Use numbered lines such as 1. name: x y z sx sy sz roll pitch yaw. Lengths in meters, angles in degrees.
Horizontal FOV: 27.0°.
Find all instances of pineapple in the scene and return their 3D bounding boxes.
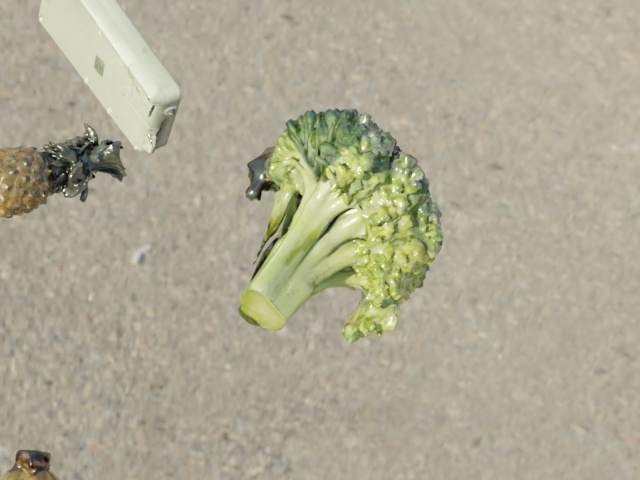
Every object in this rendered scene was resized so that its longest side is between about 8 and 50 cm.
1. pineapple: -0.402 -0.108 2.008 0.237 0.111 0.119 -17 92 -35

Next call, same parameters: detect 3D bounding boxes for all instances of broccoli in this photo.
1. broccoli: 0.000 0.000 1.447 0.247 0.263 0.243 26 57 27

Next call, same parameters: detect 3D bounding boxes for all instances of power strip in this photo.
1. power strip: -0.182 -0.161 1.140 0.035 0.081 0.192 -24 66 -34

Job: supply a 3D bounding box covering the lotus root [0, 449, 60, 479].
1. lotus root: -0.231 0.236 1.020 0.072 0.063 0.152 15 82 7
